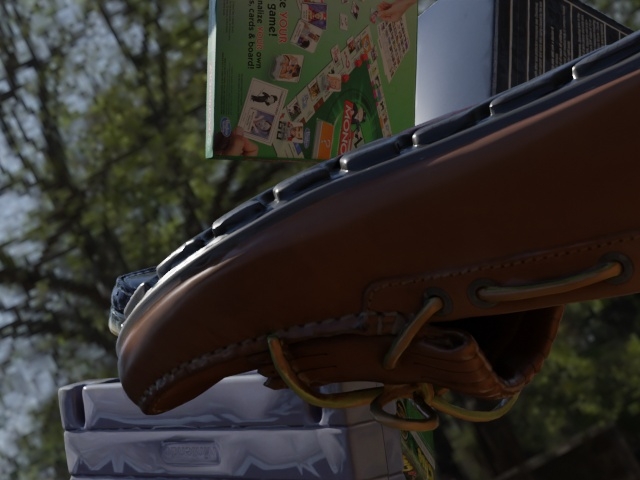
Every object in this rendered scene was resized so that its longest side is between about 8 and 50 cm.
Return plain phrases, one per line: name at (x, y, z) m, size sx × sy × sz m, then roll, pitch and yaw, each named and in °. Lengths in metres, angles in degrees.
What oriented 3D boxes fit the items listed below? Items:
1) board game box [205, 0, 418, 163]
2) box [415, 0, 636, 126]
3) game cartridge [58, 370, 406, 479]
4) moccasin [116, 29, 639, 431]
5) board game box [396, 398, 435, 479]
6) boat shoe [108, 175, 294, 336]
board game box at (-0.006, -0.237, 1.517) m, size 0.214 × 0.317 × 0.046 m, roll 2°, pitch -1°, yaw -15°
box at (0.272, -0.147, 1.853) m, size 0.294 × 0.296 × 0.183 m, roll 24°, pitch -35°, yaw -27°
game cartridge at (-0.065, 0.208, 1.075) m, size 0.068 × 0.230 × 0.355 m, roll -12°, pitch 3°, yaw -41°
moccasin at (0.065, 0.018, 0.663) m, size 0.380 × 0.147 × 0.139 m, roll -22°, pitch 2°, yaw 26°
board game box at (0.074, 0.160, 1.569) m, size 0.030 × 0.136 × 0.259 m, roll -13°, pitch -38°, yaw 14°
boat shoe at (0.000, 0.000, 0.947) m, size 0.285 × 0.092 × 0.103 m, roll -11°, pitch 18°, yaw -18°
